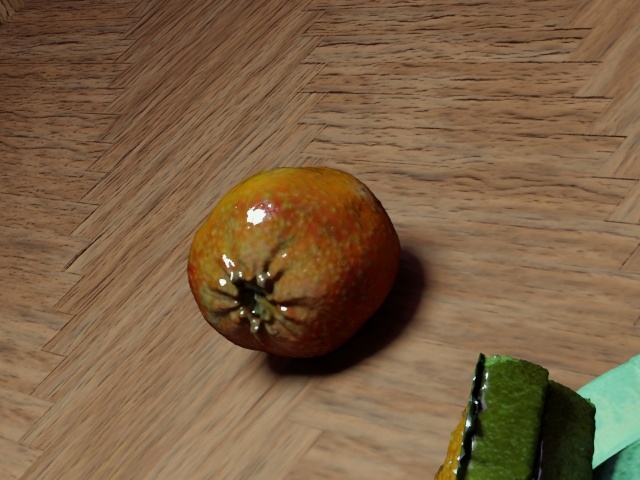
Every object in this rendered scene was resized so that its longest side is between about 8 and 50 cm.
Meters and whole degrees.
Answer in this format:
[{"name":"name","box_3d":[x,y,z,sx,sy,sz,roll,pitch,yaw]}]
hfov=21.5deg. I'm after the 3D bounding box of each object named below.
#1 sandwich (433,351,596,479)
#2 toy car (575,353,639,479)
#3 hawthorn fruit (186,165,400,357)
[{"name":"sandwich","box_3d":[0.095,0.195,0.952,0.159,0.079,0.235,106,176,-73]},{"name":"toy car","box_3d":[0.216,0.157,0.921,0.141,0.097,0.321,-31,28,2]},{"name":"hawthorn fruit","box_3d":[0.000,0.000,1.410,0.165,0.165,0.285,-21,6,23]}]
